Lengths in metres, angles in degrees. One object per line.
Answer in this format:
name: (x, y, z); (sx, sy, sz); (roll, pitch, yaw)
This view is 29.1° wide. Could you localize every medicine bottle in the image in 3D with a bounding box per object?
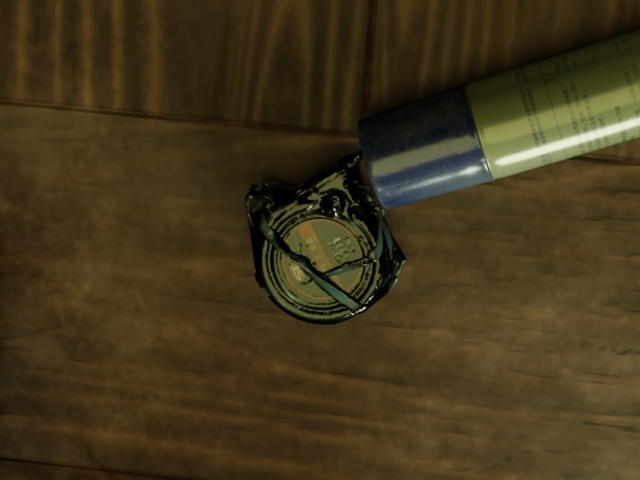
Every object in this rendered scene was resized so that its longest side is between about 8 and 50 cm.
medicine bottle: (0.138, -0.076, 0.693); (0.231, 0.059, 0.059); (-16, 107, 12)

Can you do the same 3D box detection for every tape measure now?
tape measure: (0.000, 0.002, 0.739); (0.091, 0.054, 0.094); (-16, 100, 13)
